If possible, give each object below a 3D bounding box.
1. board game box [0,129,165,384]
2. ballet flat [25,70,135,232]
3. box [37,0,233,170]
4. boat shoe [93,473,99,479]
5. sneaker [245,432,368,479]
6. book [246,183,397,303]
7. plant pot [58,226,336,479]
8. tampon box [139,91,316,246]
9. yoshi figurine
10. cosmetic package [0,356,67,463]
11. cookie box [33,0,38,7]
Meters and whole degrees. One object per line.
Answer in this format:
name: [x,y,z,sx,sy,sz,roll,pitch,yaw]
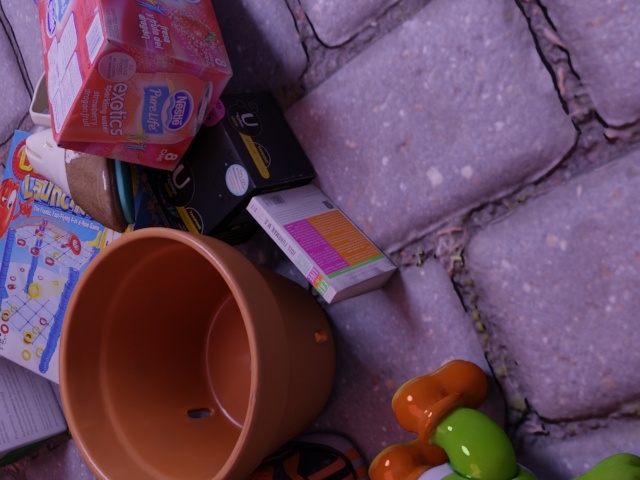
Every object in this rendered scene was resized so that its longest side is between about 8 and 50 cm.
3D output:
board game box: [-0.326,0.025,1.284,0.308,0.086,0.301,14,91,39]
ballet flat: [-0.282,-0.139,1.143,0.116,0.124,0.342,91,173,-52]
box: [-0.217,-0.241,1.071,0.154,0.142,0.300,-52,41,34]
boat shoe: [-0.231,0.290,1.207,0.306,0.113,0.105,-154,78,-77]
sneaker: [-0.112,0.304,1.152,0.321,0.180,0.124,-23,84,43]
book: [0.000,0.000,1.035,0.144,0.096,0.035,49,128,23]
plant pot: [-0.119,0.137,1.076,0.291,0.203,0.290,-3,85,36]
tampon box: [-0.109,-0.075,1.113,0.161,0.101,0.120,-41,72,40]
yoshi figurine: [0.218,0.273,0.888,0.203,0.203,0.362,-44,47,-3]
cosmetic package: [-0.610,0.303,1.481,0.197,0.366,0.155,-34,77,42]
cookie box: [-0.359,-0.368,1.313,0.092,0.040,0.107,53,130,20]
